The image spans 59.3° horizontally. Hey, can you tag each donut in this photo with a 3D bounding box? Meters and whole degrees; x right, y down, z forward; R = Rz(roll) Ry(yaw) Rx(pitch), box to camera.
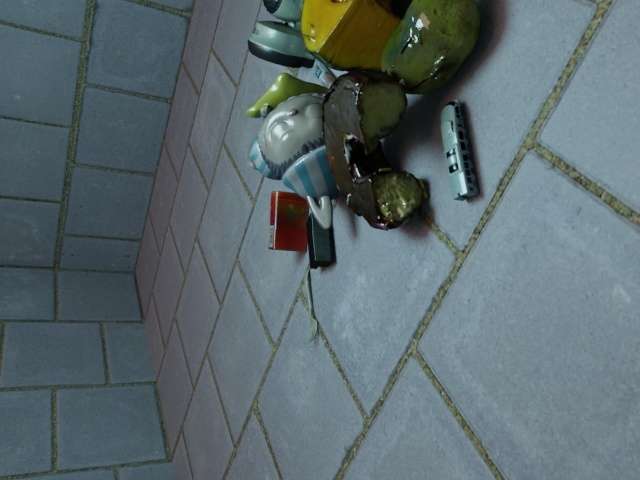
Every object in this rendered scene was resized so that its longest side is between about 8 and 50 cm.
[{"bbox_3d":[0.108,-0.201,1.244,0.259,0.136,0.345,-149,43,-66],"label":"donut"}]

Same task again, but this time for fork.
[{"bbox_3d":[-0.029,0.187,1.622,0.034,0.028,0.220,132,139,-58],"label":"fork"}]

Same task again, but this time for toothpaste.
[{"bbox_3d":[0.015,-0.471,1.625,0.056,0.036,0.205,-66,30,29],"label":"toothpaste"}]

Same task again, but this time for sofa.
[{"bbox_3d":[0.000,0.000,1.569,0.085,0.060,0.147,122,144,-67],"label":"sofa"}]

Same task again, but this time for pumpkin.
[{"bbox_3d":[0.099,-0.539,1.310,0.256,0.225,0.303,-22,61,53],"label":"pumpkin"}]

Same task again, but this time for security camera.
[{"bbox_3d":[-0.101,-0.684,1.704,0.197,0.191,0.277,52,129,52],"label":"security camera"}]

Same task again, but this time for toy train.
[{"bbox_3d":[0.270,-0.183,1.112,0.043,0.047,0.208,-29,63,55],"label":"toy train"}]

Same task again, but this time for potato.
[{"bbox_3d":[0.216,-0.396,1.136,0.248,0.143,0.169,-39,57,54],"label":"potato"}]

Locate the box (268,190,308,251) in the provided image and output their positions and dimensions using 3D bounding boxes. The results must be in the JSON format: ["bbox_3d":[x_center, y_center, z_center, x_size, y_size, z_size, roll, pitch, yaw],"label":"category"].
[{"bbox_3d":[-0.095,-0.056,1.679,0.048,0.112,0.175,-3,83,62],"label":"box"}]

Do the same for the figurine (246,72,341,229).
[{"bbox_3d":[-0.057,-0.185,1.487,0.361,0.266,0.378,130,136,-54],"label":"figurine"}]
